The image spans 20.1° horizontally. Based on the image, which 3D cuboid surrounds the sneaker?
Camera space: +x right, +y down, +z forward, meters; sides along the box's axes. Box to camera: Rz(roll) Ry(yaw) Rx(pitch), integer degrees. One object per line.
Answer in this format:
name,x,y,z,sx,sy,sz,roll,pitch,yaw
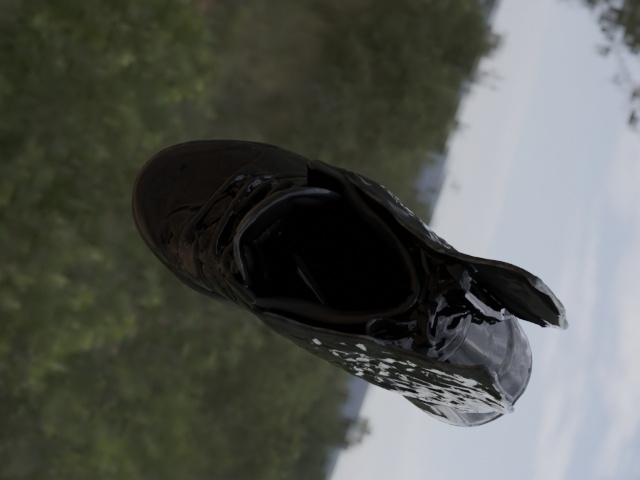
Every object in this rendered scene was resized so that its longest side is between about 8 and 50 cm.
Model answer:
sneaker,-0.002,0.002,0.483,0.051,0.170,0.089,-57,148,-5
